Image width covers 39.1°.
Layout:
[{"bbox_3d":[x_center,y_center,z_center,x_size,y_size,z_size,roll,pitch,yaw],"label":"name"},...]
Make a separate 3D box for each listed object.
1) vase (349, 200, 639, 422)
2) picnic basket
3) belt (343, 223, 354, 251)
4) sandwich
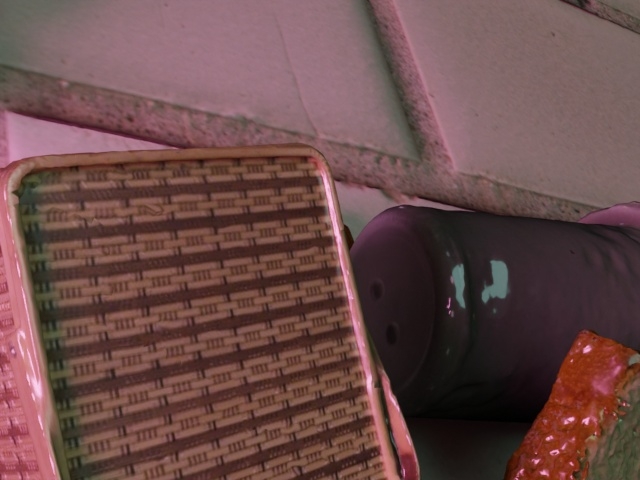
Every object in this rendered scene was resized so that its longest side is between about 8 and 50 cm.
[{"bbox_3d":[0.179,0.064,0.822,0.291,0.245,0.245,9,54,-29],"label":"vase"},{"bbox_3d":[-0.085,0.112,0.535,0.228,0.175,0.313,-6,83,-43],"label":"picnic basket"},{"bbox_3d":[0.000,0.000,0.859,0.059,0.036,0.083,-11,67,-51],"label":"belt"},{"bbox_3d":[0.199,0.227,0.693,0.226,0.087,0.251,46,73,-33],"label":"sandwich"}]
